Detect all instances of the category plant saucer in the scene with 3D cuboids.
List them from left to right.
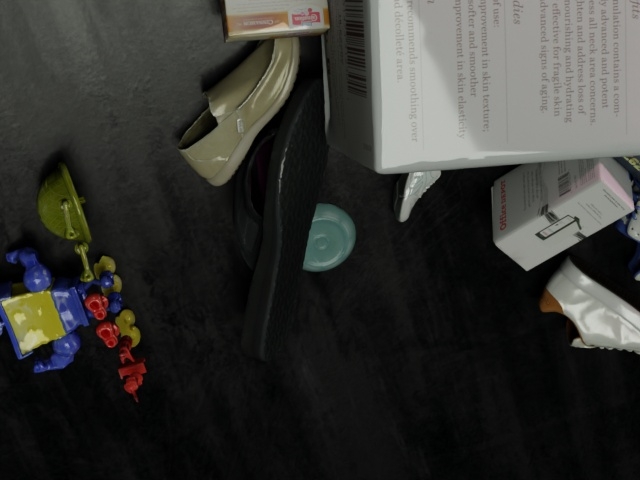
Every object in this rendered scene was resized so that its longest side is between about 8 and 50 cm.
[{"bbox_3d":[0.000,0.000,2.033,0.119,0.021,0.119,-5,116,-10],"label":"plant saucer"}]

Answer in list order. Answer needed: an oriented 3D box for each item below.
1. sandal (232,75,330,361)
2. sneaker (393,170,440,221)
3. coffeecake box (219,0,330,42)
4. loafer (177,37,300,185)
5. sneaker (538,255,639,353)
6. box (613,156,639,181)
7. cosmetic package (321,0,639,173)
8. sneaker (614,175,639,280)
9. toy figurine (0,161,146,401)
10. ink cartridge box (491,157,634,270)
[{"bbox_3d":[-0.080,-0.032,1.929,0.107,0.167,0.446,17,108,17],"label":"sandal"},{"bbox_3d":[0.155,-0.096,2.003,0.061,0.054,0.152,9,112,-19],"label":"sneaker"},{"bbox_3d":[-0.070,-0.374,1.779,0.142,0.068,0.185,-6,91,-10],"label":"coffeecake box"},{"bbox_3d":[-0.120,-0.202,1.868,0.092,0.102,0.268,22,109,-27],"label":"loafer"},{"bbox_3d":[0.489,0.146,2.166,0.290,0.106,0.123,34,108,-12],"label":"sneaker"},{"bbox_3d":[0.531,-0.189,1.947,0.183,0.059,0.233,38,63,-12],"label":"box"},{"bbox_3d":[0.219,-0.280,1.742,0.393,0.327,0.329,-4,101,-10],"label":"cosmetic package"},{"bbox_3d":[0.535,-0.059,2.070,0.131,0.112,0.296,-16,114,2],"label":"sneaker"},{"bbox_3d":[-0.415,0.091,1.903,0.217,0.191,0.362,-16,116,1],"label":"toy figurine"},{"bbox_3d":[0.367,-0.068,1.971,0.203,0.148,0.086,-33,122,33],"label":"ink cartridge box"}]
